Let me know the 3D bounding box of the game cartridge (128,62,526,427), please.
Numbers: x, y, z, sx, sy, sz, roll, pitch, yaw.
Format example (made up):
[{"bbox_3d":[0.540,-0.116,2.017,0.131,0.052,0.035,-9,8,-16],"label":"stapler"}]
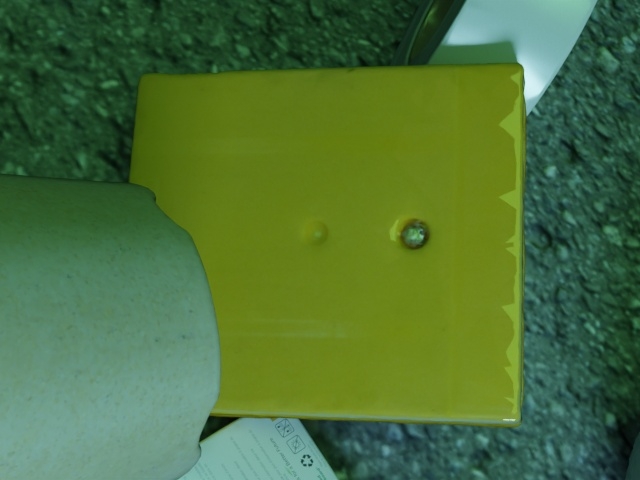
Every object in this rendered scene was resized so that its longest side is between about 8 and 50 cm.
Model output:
[{"bbox_3d":[0.000,0.000,0.851,0.323,0.053,0.285,1,77,13],"label":"game cartridge"}]

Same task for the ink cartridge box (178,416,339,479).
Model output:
[{"bbox_3d":[-0.059,0.252,0.813,0.208,0.045,0.206,-27,77,-32],"label":"ink cartridge box"}]

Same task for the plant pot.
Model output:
[{"bbox_3d":[-0.248,0.082,0.688,0.305,0.334,0.334,-6,67,-38],"label":"plant pot"}]

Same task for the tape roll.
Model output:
[{"bbox_3d":[0.157,-0.205,0.991,0.100,0.286,0.286,27,58,-8],"label":"tape roll"}]

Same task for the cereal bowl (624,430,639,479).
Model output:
[{"bbox_3d":[0.416,0.255,0.935,0.339,0.141,0.339,3,70,-9],"label":"cereal bowl"}]
